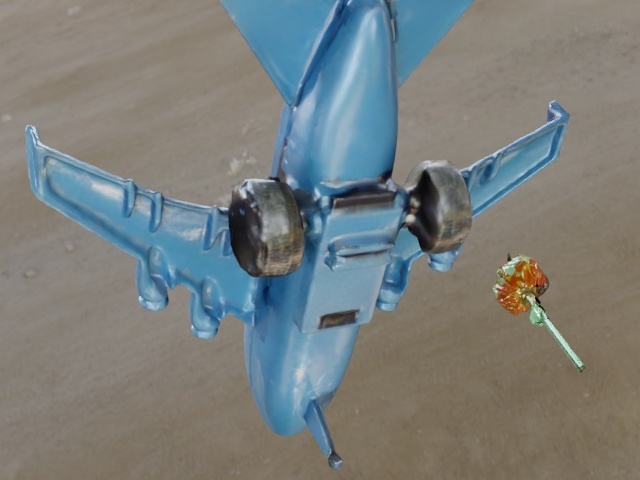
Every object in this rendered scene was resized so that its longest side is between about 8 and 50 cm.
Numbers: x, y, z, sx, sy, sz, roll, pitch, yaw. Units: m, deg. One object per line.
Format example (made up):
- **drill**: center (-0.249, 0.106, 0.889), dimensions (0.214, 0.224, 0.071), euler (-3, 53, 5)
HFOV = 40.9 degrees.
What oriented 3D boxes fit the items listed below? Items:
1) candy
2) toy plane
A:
- **candy**: center (0.188, 0.064, 0.730), dimensions (0.049, 0.055, 0.184), euler (4, 21, -6)
- **toy plane**: center (0.000, 0.000, 0.403), dimensions (0.254, 0.271, 0.105), euler (-7, 32, -22)
